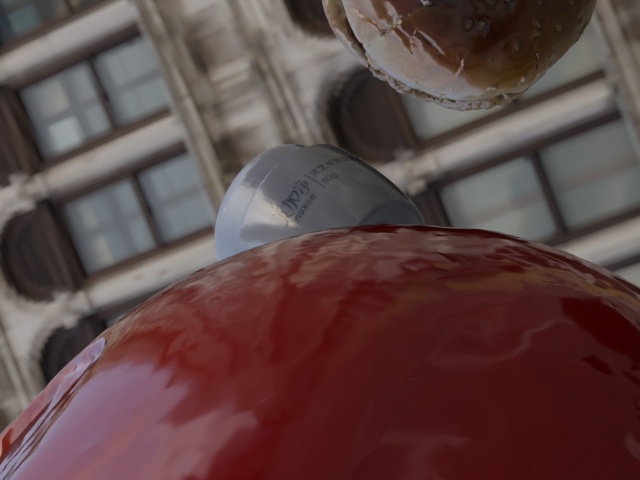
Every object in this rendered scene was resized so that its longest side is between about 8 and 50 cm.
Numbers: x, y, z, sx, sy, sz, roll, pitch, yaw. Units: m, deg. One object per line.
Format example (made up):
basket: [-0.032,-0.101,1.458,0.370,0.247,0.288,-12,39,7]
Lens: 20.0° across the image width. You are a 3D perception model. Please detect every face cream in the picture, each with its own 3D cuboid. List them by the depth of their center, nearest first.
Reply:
face cream: [0.000,0.000,1.145,0.117,0.104,0.117,-27,-50,-38]

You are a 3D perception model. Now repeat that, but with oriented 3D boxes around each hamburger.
hamburger: [0.123,-0.248,1.573,0.146,0.243,0.286,105,160,-70]

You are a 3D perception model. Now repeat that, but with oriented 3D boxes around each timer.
timer: [-0.008,0.171,0.553,0.279,0.378,0.378,42,-150,-10]
